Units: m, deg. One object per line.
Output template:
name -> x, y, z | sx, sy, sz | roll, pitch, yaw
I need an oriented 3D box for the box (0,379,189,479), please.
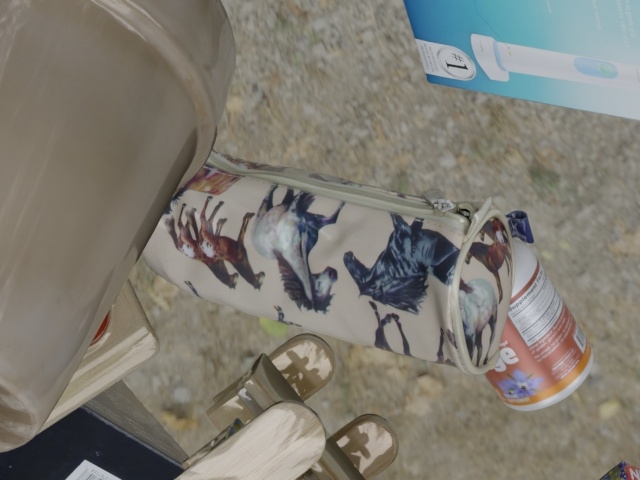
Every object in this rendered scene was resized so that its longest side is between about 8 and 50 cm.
box -> -0.355, 0.213, 1.737 | 0.179, 0.312, 0.343 | -46, 141, -1

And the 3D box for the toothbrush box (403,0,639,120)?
toothbrush box -> 0.199, -0.202, 0.978 | 0.126, 0.295, 0.216 | -51, 138, -29

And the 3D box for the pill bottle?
pill bottle -> 0.206, 0.076, 1.598 | 0.121, 0.121, 0.216 | -32, 111, 8

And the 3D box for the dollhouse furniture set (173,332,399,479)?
dollhouse furniture set -> 0.048, 0.163, 0.924 | 0.161, 0.212, 0.242 | -38, 94, 6

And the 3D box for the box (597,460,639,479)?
box -> 0.314, 0.379, 1.145 | 0.290, 0.279, 0.177 | 26, 125, -21

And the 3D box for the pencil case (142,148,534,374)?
pencil case -> 0.000, 0.000, 1.445 | 0.410, 0.160, 0.183 | 14, 116, 28

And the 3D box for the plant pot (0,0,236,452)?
plant pot -> -0.234, -0.033, 0.878 | 0.323, 0.280, 0.323 | 7, 150, 4

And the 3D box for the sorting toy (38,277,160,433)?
sorting toy -> -0.336, 0.093, 1.472 | 0.307, 0.041, 0.229 | -33, 72, 11
